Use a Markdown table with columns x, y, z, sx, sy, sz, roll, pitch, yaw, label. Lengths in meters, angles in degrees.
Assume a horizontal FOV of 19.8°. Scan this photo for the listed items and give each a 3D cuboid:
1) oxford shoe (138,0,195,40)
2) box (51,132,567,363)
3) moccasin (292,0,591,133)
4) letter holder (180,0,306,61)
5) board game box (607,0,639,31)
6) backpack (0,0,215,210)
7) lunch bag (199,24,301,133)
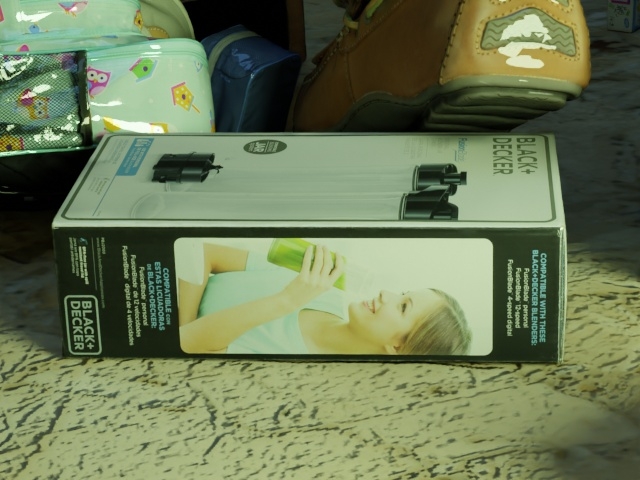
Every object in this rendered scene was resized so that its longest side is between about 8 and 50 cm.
| x | y | z | sx | sy | sz | roll | pitch | yaw | label |
| --- | --- | --- | --- | --- | --- | --- | --- | --- | --- |
| -0.314 | -0.138 | 1.385 | 0.449 | 0.169 | 0.130 | -1 | 27 | -10 | oxford shoe |
| 0.000 | 0.000 | 1.099 | 0.290 | 0.087 | 0.169 | 1 | 22 | 6 | box |
| 0.065 | -0.133 | 1.230 | 0.139 | 0.147 | 0.380 | 2 | -7 | -10 | moccasin |
| -0.171 | -0.253 | 1.677 | 0.214 | 0.152 | 0.302 | -12 | 24 | -20 | letter holder |
| 0.314 | -0.265 | 1.733 | 0.026 | 0.103 | 0.154 | 11 | 24 | 30 | board game box |
| -0.165 | -0.092 | 1.250 | 0.188 | 0.144 | 0.166 | 2 | -11 | -12 | backpack |
| -0.064 | -0.108 | 1.373 | 0.065 | 0.098 | 0.067 | 32 | 33 | 25 | lunch bag |
